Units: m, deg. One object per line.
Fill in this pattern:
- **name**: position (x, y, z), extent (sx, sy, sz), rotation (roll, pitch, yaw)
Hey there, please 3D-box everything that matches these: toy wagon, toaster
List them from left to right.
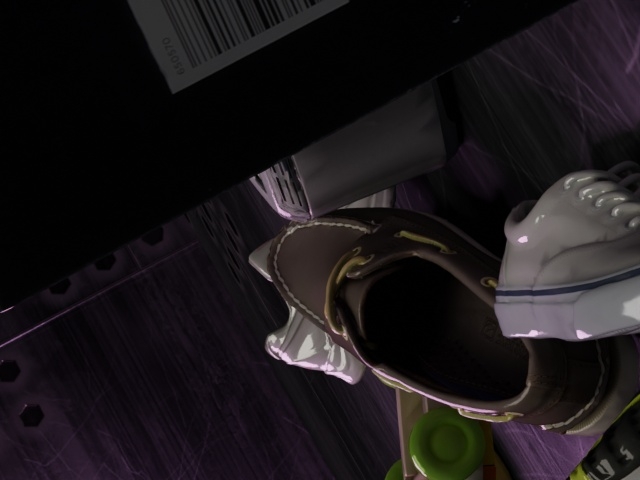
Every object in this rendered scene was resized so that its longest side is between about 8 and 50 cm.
- **toaster**: position (-0.002, -0.121, 1.091), extent (0.129, 0.146, 0.227), rotation (51, 165, 45)
- **toy wagon**: position (0.092, 0.164, 1.248), extent (0.267, 0.068, 0.344), rotation (96, 169, -74)

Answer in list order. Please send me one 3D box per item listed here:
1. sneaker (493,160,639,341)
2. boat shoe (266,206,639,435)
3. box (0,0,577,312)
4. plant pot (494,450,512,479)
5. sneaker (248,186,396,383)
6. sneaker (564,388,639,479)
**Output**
- **sneaker**: position (0.153, 0.004, 0.816), extent (0.258, 0.094, 0.091), rotation (167, 97, -70)
- **boat shoe**: position (0.064, 0.045, 1.066), extent (0.097, 0.116, 0.324), rotation (11, -170, -44)
- **box**: position (-0.083, -0.159, 0.827), extent (0.179, 0.343, 0.312), rotation (65, 170, -24)
- **plant pot**: position (0.151, 0.251, 1.546), extent (0.083, 0.081, 0.081), rotation (49, 167, 13)
- **sneaker**: position (0.000, 0.000, 1.297), extent (0.090, 0.115, 0.232), rotation (105, 173, -89)
- **sneaker**: position (0.208, 0.177, 0.881), extent (0.147, 0.145, 0.384), rotation (39, 172, 15)
